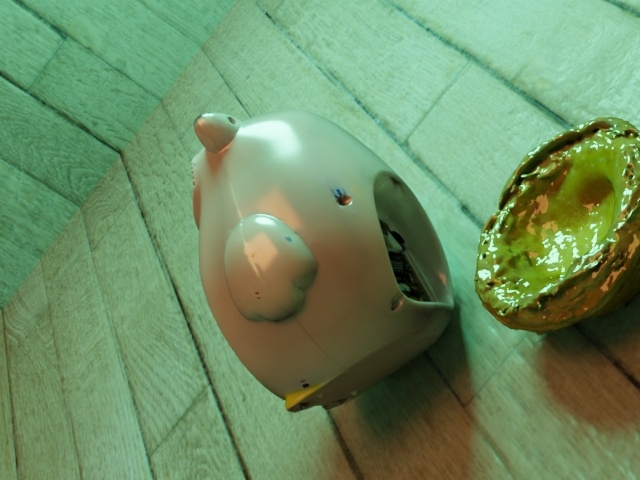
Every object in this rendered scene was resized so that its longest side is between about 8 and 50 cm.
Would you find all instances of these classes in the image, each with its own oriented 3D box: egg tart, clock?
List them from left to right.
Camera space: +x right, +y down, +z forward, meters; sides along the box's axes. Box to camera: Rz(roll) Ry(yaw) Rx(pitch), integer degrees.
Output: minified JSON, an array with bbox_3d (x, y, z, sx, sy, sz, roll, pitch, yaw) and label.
[{"bbox_3d":[0.000,0.000,1.560,0.250,0.368,0.376,-33,72,20],"label":"clock"},{"bbox_3d":[0.295,-0.010,1.385,0.288,0.118,0.288,-40,32,32],"label":"egg tart"}]
